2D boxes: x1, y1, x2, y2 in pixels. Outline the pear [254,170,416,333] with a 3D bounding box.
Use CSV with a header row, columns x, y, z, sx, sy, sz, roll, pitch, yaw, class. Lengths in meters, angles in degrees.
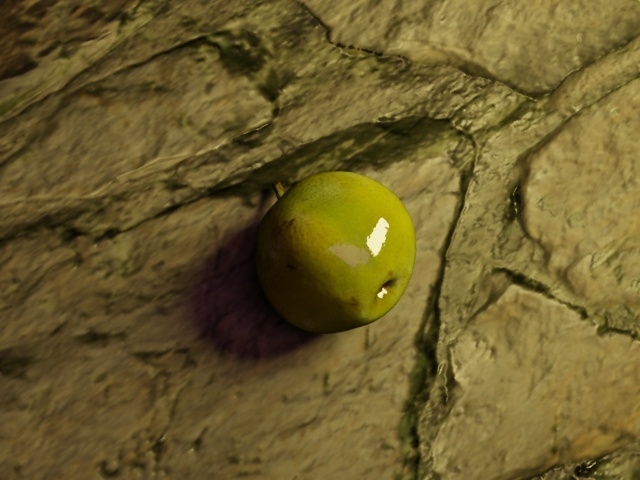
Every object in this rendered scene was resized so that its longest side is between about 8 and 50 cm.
x,y,z,sx,sy,sz,roll,pitch,yaw,class
0.000,0.000,0.942,0.180,0.166,0.216,-45,62,-9,pear
